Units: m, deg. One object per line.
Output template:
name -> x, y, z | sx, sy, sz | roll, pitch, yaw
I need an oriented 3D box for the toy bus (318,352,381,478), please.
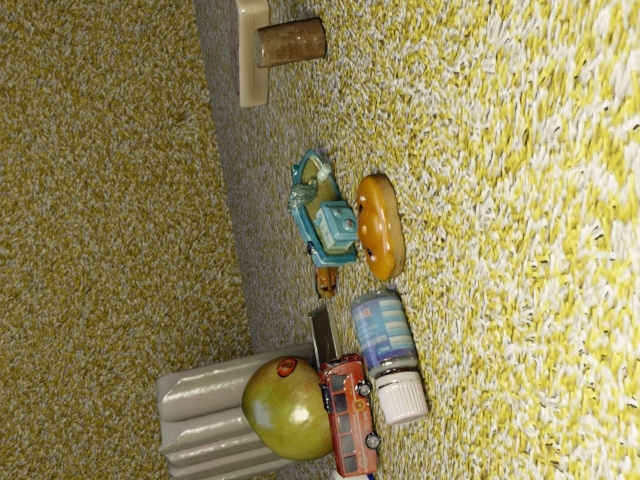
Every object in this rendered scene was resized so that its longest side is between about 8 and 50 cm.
toy bus -> 0.059, 0.343, 1.710 | 0.073, 0.096, 0.234 | 180, 79, -76

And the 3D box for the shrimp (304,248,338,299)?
shrimp -> 0.000, 0.000, 1.789 | 0.150, 0.068, 0.248 | -91, -2, -83

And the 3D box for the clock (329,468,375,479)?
clock -> 0.083, 0.597, 1.858 | 0.230, 0.083, 0.230 | 170, 90, -76

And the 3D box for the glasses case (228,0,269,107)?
glasses case -> -0.180, -0.494, 2.178 | 0.336, 0.076, 0.144 | 96, 161, -54

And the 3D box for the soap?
soap -> -0.205, 0.464, 2.273 | 0.350, 0.435, 0.213 | 90, 165, -52

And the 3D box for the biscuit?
biscuit -> 0.084, -0.019, 1.375 | 0.170, 0.050, 0.170 | 171, 90, -79

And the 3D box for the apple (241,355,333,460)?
apple -> -0.054, 0.375, 1.926 | 0.261, 0.194, 0.261 | 47, 174, 6

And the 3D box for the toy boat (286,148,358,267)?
toy boat -> 0.005, -0.067, 1.617 | 0.098, 0.109, 0.238 | -54, 47, 47

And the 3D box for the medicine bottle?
medicine bottle -> 0.109, 0.181, 1.350 | 0.083, 0.083, 0.203 | 106, 150, -65

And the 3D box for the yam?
yam -> -0.056, -0.358, 1.574 | 0.084, 0.127, 0.084 | 169, 90, -75

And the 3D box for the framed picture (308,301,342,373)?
framed picture -> 0.012, 0.248, 2.031 | 0.260, 0.023, 0.189 | 130, 129, -76
